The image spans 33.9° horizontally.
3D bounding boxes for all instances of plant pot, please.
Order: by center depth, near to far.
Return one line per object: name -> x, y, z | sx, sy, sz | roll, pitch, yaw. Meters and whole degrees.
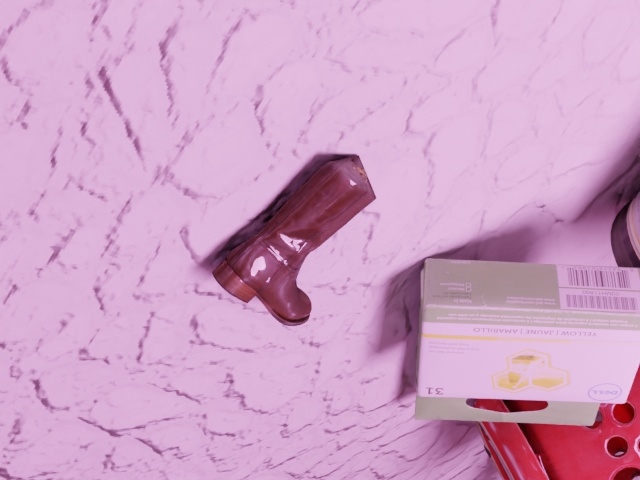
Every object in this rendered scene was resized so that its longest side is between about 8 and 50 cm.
plant pot -> 0.259, 0.193, 1.048 | 0.174, 0.191, 0.191 | -27, 150, -3

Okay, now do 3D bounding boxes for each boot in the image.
boot -> 0.000, 0.000, 0.670 | 0.114, 0.037, 0.106 | -45, 151, 10

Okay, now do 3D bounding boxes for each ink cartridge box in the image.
ink cartridge box -> 0.163, 0.109, 0.862 | 0.171, 0.056, 0.235 | 2, 138, 4

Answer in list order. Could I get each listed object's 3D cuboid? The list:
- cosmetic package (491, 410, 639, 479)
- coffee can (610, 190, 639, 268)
cosmetic package -> 0.368, 0.219, 1.248 | 0.296, 0.129, 0.153 | -21, 147, -20
coffee can -> 0.379, -0.054, 0.789 | 0.201, 0.201, 0.275 | -9, 141, -36
